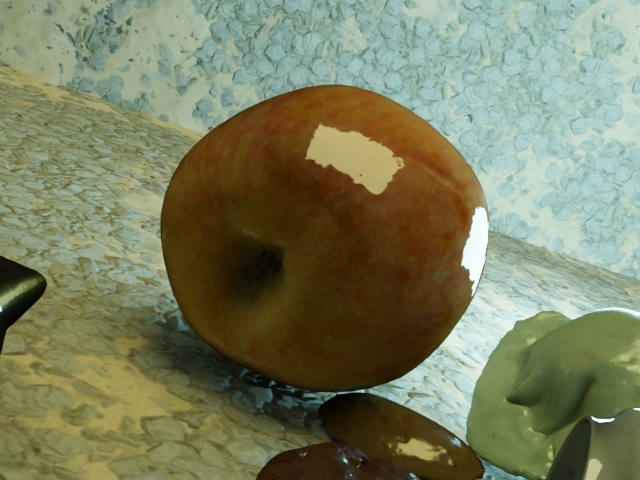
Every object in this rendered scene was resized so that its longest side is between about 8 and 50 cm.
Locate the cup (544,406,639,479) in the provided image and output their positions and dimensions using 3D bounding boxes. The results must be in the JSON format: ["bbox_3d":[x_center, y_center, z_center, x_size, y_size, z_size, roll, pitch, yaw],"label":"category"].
[{"bbox_3d":[0.312,0.317,0.626,0.326,0.237,0.323,22,46,10],"label":"cup"}]

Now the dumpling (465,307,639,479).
[{"bbox_3d":[0.346,0.222,1.032,0.212,0.270,0.320,43,-14,-9],"label":"dumpling"}]

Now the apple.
[{"bbox_3d":[0.000,0.000,1.046,0.391,0.391,0.346,24,29,19],"label":"apple"}]

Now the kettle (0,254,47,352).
[{"bbox_3d":[-0.397,0.084,0.642,0.320,0.228,0.324,-13,10,3],"label":"kettle"}]

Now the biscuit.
[{"bbox_3d":[0.035,0.258,0.804,0.212,0.036,0.212,16,15,-5],"label":"biscuit"}]

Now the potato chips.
[{"bbox_3d":[0.095,0.222,0.986,0.201,0.049,0.150,20,9,30],"label":"potato chips"}]
